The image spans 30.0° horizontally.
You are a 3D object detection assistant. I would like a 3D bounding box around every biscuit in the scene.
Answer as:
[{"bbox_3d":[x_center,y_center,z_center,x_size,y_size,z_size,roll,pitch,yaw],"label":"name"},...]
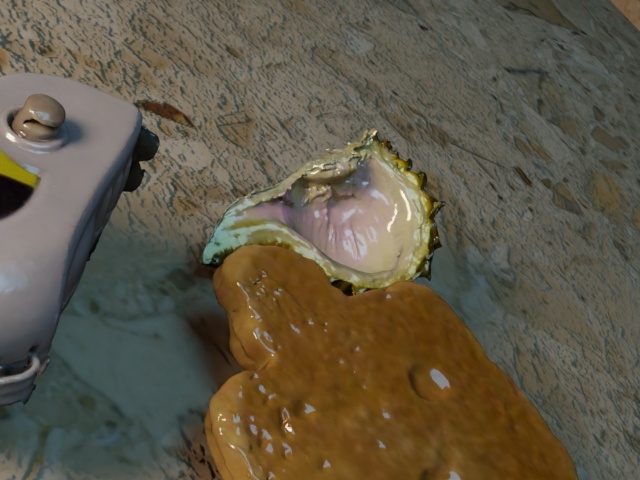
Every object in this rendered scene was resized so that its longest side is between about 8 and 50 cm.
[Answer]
[{"bbox_3d":[0.056,0.157,0.768,0.376,0.051,0.269,51,38,7],"label":"biscuit"}]

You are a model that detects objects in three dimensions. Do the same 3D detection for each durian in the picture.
[{"bbox_3d":[-0.008,-0.002,0.902,0.224,0.078,0.140,-13,77,-36],"label":"durian"}]

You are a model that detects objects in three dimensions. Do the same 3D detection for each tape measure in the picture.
[{"bbox_3d":[-0.209,-0.019,0.629,0.197,0.120,0.236,25,36,-9],"label":"tape measure"}]
